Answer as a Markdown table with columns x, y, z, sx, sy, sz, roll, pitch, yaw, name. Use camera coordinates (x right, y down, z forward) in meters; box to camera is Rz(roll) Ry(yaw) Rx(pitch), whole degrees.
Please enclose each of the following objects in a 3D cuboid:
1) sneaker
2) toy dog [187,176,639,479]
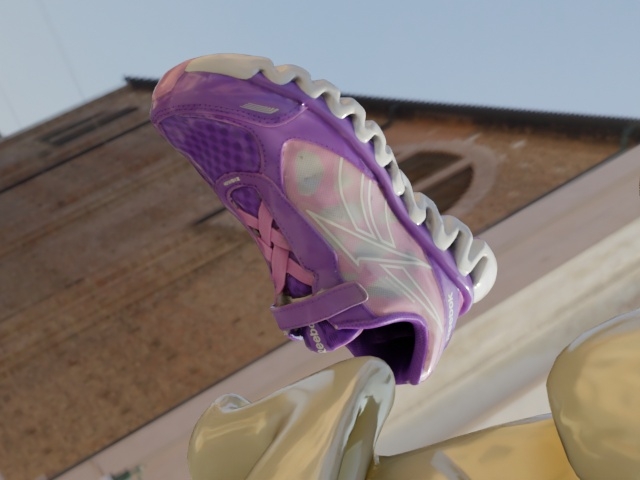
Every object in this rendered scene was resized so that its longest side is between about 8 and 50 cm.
| x | y | z | sx | sy | sz | roll | pitch | yaw | name |
| --- | --- | --- | --- | --- | --- | --- | --- | --- | --- |
| 0.000 | 0.000 | 0.601 | 0.095 | 0.104 | 0.236 | -10 | -42 | 47 | sneaker |
| 0.060 | 0.217 | 0.440 | 0.284 | 0.408 | 0.395 | 62 | 2 | -44 | toy dog |
